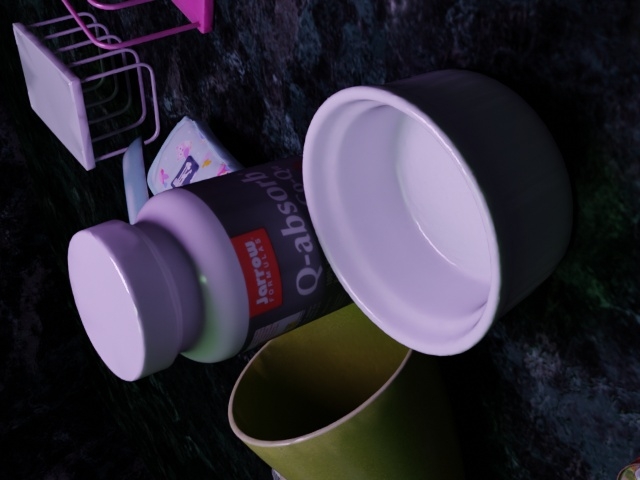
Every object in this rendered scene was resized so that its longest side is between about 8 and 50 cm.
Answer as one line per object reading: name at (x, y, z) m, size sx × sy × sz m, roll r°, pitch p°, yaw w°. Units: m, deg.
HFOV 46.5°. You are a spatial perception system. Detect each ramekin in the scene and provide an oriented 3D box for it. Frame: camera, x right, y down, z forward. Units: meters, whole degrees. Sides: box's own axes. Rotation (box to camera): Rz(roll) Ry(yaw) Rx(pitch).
ramekin at (0.116, -0.038, 0.754) m, size 0.277 × 0.135 × 0.277 m, roll 38°, pitch 142°, yaw 38°

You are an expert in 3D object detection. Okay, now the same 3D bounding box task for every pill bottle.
pill bottle at (-0.095, 0.023, 0.901) m, size 0.210 × 0.363 × 0.210 m, roll 26°, pitch 126°, yaw 43°

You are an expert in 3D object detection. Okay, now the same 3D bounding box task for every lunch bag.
lunch bag at (-0.184, -0.050, 1.242) m, size 0.223 × 0.160 × 0.262 m, roll 49°, pitch 144°, yaw 45°

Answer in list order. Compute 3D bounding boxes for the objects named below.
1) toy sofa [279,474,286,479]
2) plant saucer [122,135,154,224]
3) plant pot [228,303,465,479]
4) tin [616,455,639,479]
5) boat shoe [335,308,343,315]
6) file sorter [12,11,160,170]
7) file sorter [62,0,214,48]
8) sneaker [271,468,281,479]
toy sofa at (0.035, 0.488, 1.319) m, size 0.177 × 0.150 × 0.363 m, roll 29°, pitch 137°, yaw 49°
plant saucer at (-0.330, -0.036, 1.407) m, size 0.317 × 0.043 × 0.318 m, roll 170°, pitch 90°, yaw -80°
plant pot at (0.071, 0.265, 0.991) m, size 0.274 × 0.275 × 0.293 m, roll 9°, pitch 135°, yaw 58°
tin at (0.362, 0.292, 0.716) m, size 0.190 × 0.040 × 0.106 m, roll 61°, pitch 148°, yaw 7°
boat shoe at (-0.013, 0.135, 1.170) m, size 0.095 × 0.079 × 0.254 m, roll 54°, pitch 155°, yaw 7°
file sorter at (-0.461, -0.311, 1.489) m, size 0.277 × 0.173 × 0.193 m, roll 42°, pitch 144°, yaw 35°
file sorter at (-0.274, -0.448, 1.043) m, size 0.202 × 0.182 × 0.291 m, roll 50°, pitch 149°, yaw 27°
sneaker at (-0.057, 0.542, 1.617) m, size 0.170 × 0.063 × 0.075 m, roll 53°, pitch 151°, yaw 30°
